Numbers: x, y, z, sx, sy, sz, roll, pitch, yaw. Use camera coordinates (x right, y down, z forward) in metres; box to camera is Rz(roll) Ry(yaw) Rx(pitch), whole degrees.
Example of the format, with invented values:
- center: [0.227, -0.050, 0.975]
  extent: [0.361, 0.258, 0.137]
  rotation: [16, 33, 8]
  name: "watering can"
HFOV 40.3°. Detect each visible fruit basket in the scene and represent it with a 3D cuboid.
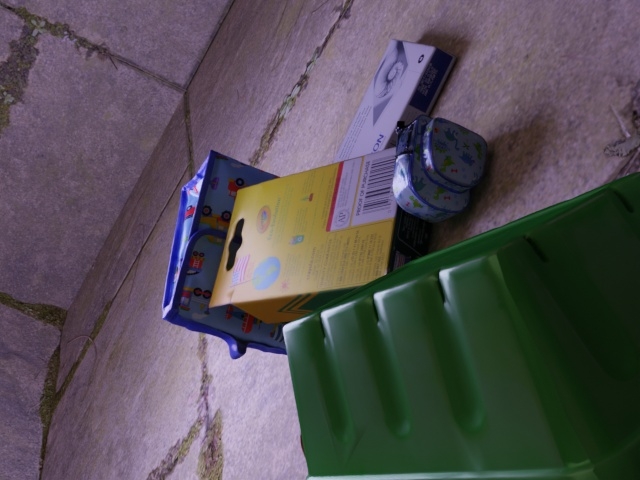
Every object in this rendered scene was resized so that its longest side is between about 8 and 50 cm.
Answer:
- center: [0.156, 0.180, 0.664]
  extent: [0.392, 0.283, 0.391]
  rotation: [33, 135, 40]
  name: "fruit basket"

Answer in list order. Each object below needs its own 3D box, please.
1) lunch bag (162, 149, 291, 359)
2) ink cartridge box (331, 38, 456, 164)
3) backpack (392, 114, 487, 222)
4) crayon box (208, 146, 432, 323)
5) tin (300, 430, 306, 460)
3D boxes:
- center: [-0.113, 0.045, 1.324]
  extent: [0.138, 0.221, 0.293]
  rotation: [-43, 33, 51]
  name: "lunch bag"
- center: [0.094, -0.196, 1.327]
  extent: [0.223, 0.045, 0.224]
  rotation: [-65, 22, 6]
  name: "ink cartridge box"
- center: [0.141, -0.086, 1.045]
  extent: [0.084, 0.105, 0.114]
  rotation: [-24, 50, 59]
  name: "backpack"
- center: [0.000, 0.000, 1.182]
  extent: [0.319, 0.081, 0.202]
  rotation: [-10, 58, 40]
  name: "crayon box"
- center: [0.024, 0.248, 1.077]
  extent: [0.106, 0.040, 0.189]
  rotation: [-57, 24, 12]
  name: "tin"
